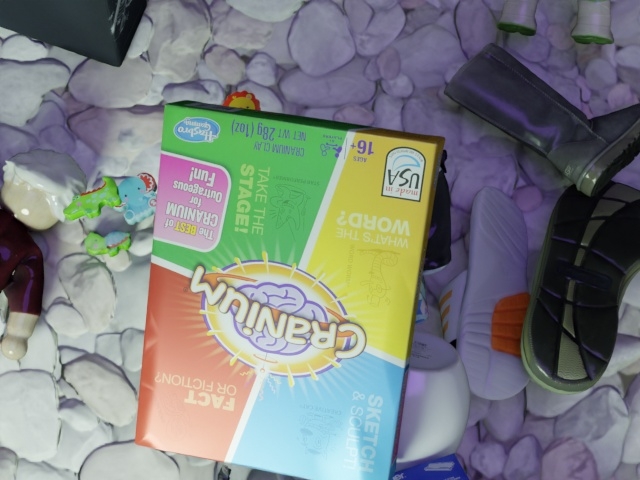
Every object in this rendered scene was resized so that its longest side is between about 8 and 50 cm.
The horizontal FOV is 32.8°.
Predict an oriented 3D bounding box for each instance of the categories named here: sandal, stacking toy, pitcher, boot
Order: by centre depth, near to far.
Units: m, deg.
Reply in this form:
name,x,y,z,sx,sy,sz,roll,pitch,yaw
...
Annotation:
name,x,y,z,sx,sy,sz,roll,pitch,yaw
pitcher,0.051,0.192,1.088,0.177,0.125,0.207,13,114,5
stacking toy,-0.160,-0.064,1.135,0.221,0.167,0.052,-29,78,-12
sandal,0.284,0.044,1.189,0.120,0.086,0.303,26,57,10
sandal,0.178,0.064,1.191,0.102,0.076,0.265,28,51,-23
boot,0.273,-0.158,1.261,0.208,0.076,0.189,37,47,23

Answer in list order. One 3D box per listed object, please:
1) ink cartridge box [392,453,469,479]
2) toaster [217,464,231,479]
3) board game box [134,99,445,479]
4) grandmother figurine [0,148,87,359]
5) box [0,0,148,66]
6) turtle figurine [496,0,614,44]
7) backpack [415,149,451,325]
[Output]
name,x,y,z,sx,sy,sz,roll,pitch,yaw
ink cartridge box,0.100,0.306,1.056,0.097,0.207,0.046,-15,35,-10
toaster,-0.087,0.332,1.022,0.110,0.186,0.168,33,72,27
board game box,-0.031,0.048,0.972,0.242,0.064,0.317,9,102,10
grandmother figurine,-0.376,0.034,1.128,0.208,0.104,0.342,47,70,-21
box,-0.242,-0.417,1.147,0.178,0.312,0.343,20,74,-1
turtle figurine,0.295,-0.373,1.303,0.197,0.274,0.266,7,94,-27
backpack,0.000,0.000,1.104,0.253,0.225,0.191,-2,97,1
